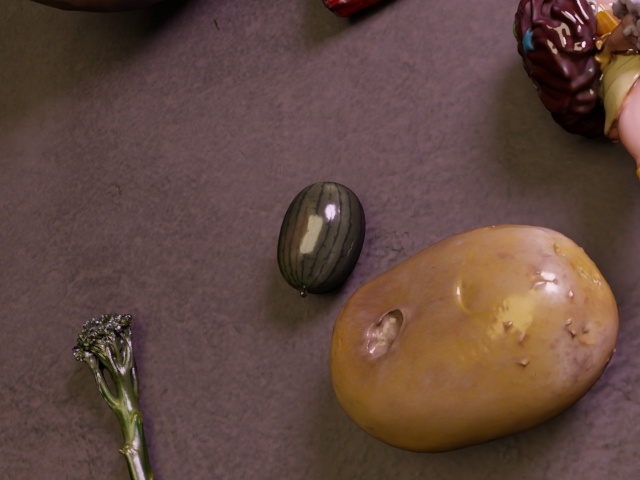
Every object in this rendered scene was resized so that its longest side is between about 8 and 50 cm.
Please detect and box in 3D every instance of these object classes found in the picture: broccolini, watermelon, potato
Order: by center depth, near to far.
[{"bbox_3d":[0.111,0.081,0.635,0.234,0.146,0.150,-28,20,34],"label":"potato"},{"bbox_3d":[0.000,0.000,0.757,0.078,0.078,0.110,14,83,31],"label":"watermelon"},{"bbox_3d":[-0.201,0.176,0.822,0.067,0.058,0.216,-24,65,17],"label":"broccolini"}]

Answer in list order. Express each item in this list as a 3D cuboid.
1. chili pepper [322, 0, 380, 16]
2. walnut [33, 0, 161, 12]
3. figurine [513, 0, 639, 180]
[{"bbox_3d":[0.056,-0.277,0.818,0.123,0.073,0.070,-26,106,22],"label":"chili pepper"},{"bbox_3d":[-0.252,-0.428,0.855,0.384,0.383,0.383,-9,71,26],"label":"walnut"},{"bbox_3d":[0.228,-0.126,0.627,0.116,0.175,0.240,-39,42,16],"label":"figurine"}]
